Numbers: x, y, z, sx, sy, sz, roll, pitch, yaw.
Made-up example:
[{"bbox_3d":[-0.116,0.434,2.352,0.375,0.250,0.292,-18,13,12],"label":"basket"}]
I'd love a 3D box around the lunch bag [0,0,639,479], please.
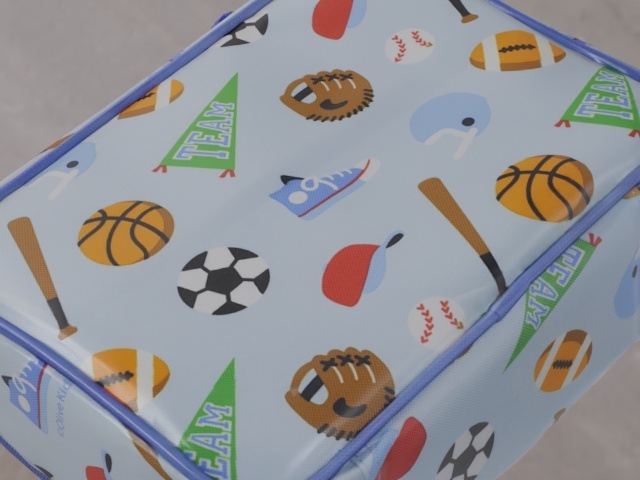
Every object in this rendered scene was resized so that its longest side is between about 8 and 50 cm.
[{"bbox_3d":[0.000,0.000,0.763,0.243,0.303,0.115,31,146,32],"label":"lunch bag"}]
